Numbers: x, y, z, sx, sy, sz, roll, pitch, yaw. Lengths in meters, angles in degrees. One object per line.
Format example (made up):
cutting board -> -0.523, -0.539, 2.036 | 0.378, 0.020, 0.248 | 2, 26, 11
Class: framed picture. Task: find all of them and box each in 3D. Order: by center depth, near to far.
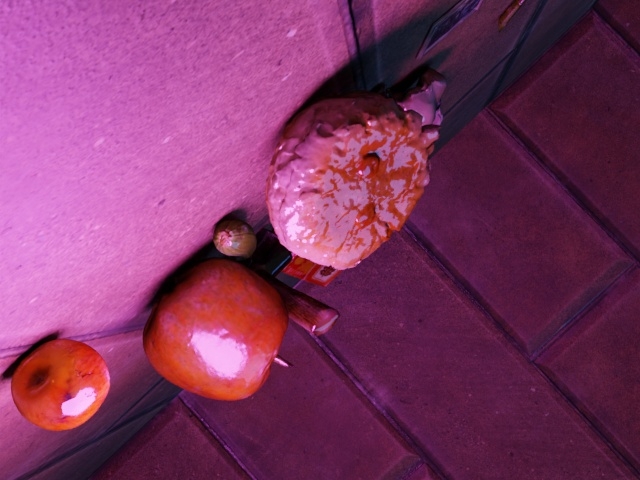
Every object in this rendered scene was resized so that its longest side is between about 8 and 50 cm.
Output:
framed picture -> 0.266, -0.436, 1.583 | 0.183, 0.011, 0.142 | -41, 174, -13

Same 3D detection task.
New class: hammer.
hammer -> -0.092, 0.125, 1.764 | 0.242, 0.095, 0.409 | -47, -145, -13

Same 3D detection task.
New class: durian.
durian -> 0.121, -0.269, 1.622 | 0.066, 0.052, 0.130 | -40, 175, -8

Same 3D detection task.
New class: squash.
squash -> -0.162, -0.001, 1.569 | 0.077, 0.068, 0.219 | -59, 176, -7

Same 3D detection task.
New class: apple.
apple -> -0.398, 0.220, 1.241 | 0.146, 0.146, 0.146 | -42, 175, -5

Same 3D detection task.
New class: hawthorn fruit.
hawthorn fruit -> -0.184, 0.184, 1.576 | 0.268, 0.300, 0.268 | -55, -177, 5

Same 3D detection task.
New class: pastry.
pastry -> 0.042, -0.111, 1.355 | 0.329, 0.136, 0.330 | -21, 129, -29

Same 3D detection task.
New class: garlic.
garlic -> 0.183, -0.271, 1.780 | 0.217, 0.110, 0.228 | -42, 176, 28

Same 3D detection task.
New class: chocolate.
chocolate -> 0.000, 0.000, 2.098 | 0.235, 0.108, 0.237 | -44, 144, 15

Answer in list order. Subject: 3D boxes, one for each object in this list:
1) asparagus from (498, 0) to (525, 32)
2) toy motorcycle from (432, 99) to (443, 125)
asparagus -> 0.495, -0.590, 1.947 | 0.236, 0.027, 0.034 | -48, 177, 41
toy motorcycle -> 0.208, -0.253, 2.093 | 0.341, 0.108, 0.223 | -47, 176, 29
